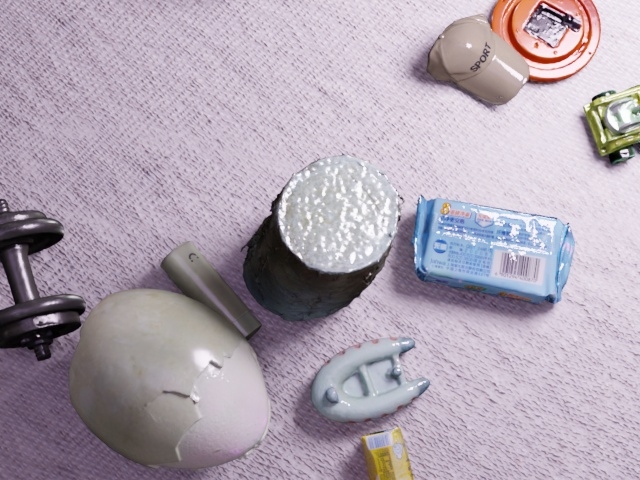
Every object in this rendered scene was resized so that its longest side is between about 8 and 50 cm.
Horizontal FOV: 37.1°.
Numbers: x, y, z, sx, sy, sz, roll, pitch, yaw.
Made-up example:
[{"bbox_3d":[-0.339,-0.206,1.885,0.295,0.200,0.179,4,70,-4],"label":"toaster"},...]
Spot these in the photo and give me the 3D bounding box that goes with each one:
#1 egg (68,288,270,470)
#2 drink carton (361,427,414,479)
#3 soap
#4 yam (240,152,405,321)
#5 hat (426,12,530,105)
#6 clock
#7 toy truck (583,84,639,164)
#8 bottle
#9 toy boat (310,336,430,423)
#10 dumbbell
[{"bbox_3d":[-0.238,0.235,1.558,0.336,0.278,0.278,24,82,7],"label":"egg"},{"bbox_3d":[0.125,0.425,1.623,0.074,0.084,0.200,-15,82,9],"label":"drink carton"},{"bbox_3d":[0.302,0.018,1.689,0.293,0.077,0.156,12,80,2],"label":"soap"},{"bbox_3d":[0.000,0.000,1.585,0.241,0.348,0.241,3,76,-10],"label":"yam"},{"bbox_3d":[0.293,-0.326,1.718,0.175,0.085,0.147,35,101,10],"label":"hat"},{"bbox_3d":[0.418,-0.394,1.769,0.205,0.051,0.205,0,80,2],"label":"clock"},{"bbox_3d":[0.621,-0.239,1.699,0.259,0.135,0.128,-16,81,-5],"label":"toy truck"},{"bbox_3d":[-0.194,0.097,1.686,0.072,0.072,0.201,-41,82,-6],"label":"bottle"},{"bbox_3d":[0.083,0.245,1.657,0.207,0.079,0.134,-17,84,-4],"label":"toy boat"},{"bbox_3d":[-0.517,0.067,1.637,0.192,0.192,0.290,-18,82,-2],"label":"dumbbell"}]
